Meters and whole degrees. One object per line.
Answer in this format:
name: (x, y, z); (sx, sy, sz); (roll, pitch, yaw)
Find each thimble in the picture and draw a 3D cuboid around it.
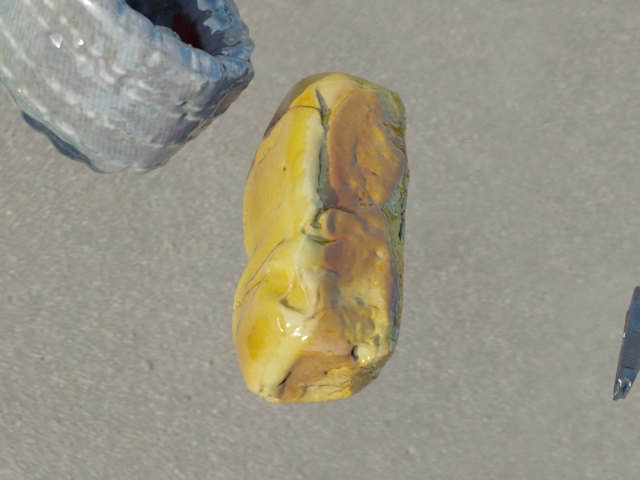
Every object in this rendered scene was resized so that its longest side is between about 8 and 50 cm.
thimble: (-0.183, -0.180, 1.107); (0.236, 0.172, 0.205); (42, 32, -6)

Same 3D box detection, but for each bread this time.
bread: (0.000, 0.000, 1.166); (0.132, 0.167, 0.294); (18, 59, -18)

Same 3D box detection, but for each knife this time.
knife: (0.223, 0.074, 0.900); (0.018, 0.031, 0.121); (19, 36, 8)
